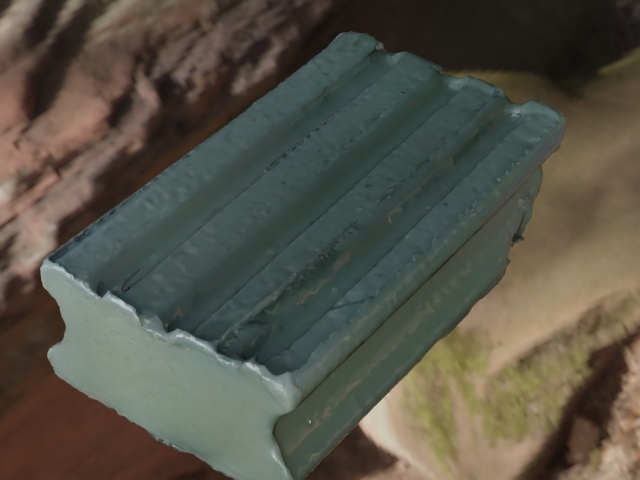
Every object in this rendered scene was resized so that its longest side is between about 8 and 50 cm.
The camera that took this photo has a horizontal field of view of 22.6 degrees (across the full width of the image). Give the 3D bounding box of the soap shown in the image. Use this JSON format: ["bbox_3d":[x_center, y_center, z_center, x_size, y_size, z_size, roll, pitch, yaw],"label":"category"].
[{"bbox_3d":[0.000,0.000,0.612,0.114,0.063,0.198,25,44,25],"label":"soap"}]
